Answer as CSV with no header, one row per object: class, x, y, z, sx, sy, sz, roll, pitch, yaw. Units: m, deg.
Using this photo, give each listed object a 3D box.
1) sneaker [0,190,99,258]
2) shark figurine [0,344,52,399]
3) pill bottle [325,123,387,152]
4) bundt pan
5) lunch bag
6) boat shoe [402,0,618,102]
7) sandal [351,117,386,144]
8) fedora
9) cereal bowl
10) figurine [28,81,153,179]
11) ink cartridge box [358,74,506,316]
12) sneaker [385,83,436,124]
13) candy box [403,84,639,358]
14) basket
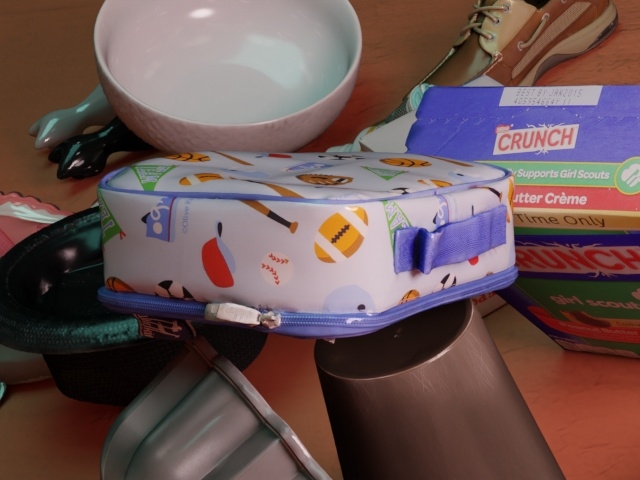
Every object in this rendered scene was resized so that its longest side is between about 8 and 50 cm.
sneaker,-0.291,0.028,1.938,0.313,0.116,0.136,1,43,27
shark figurine,-0.300,0.095,1.826,0.278,0.116,0.166,-16,29,14
pill bottle,0.111,-0.072,1.826,0.215,0.117,0.117,-5,31,28
bundt pan,-0.040,0.232,1.184,0.124,0.331,0.331,-38,30,-11
lunch bag,0.000,0.000,1.183,0.243,0.115,0.303,6,11,29
boat shoe,0.224,-0.250,2.063,0.324,0.120,0.122,-36,30,-26
sandal,0.049,-0.084,1.951,0.180,0.072,0.049,-27,43,-7
fedora,-0.171,0.075,1.715,0.334,0.153,0.334,-9,28,5
cereal bowl,-0.118,-0.216,2.161,0.338,0.141,0.339,1,48,-2
figurine,-0.296,-0.167,2.327,0.209,0.092,0.215,-32,28,-10
ink cartridge box,0.143,-0.035,1.646,0.148,0.203,0.086,-29,30,-13
sneaker,0.138,-0.135,1.924,0.076,0.166,0.065,-31,62,37
candy box,0.254,-0.005,1.382,0.268,0.317,0.122,4,66,40
basket,0.092,0.158,1.309,0.204,0.227,0.154,0,34,34
